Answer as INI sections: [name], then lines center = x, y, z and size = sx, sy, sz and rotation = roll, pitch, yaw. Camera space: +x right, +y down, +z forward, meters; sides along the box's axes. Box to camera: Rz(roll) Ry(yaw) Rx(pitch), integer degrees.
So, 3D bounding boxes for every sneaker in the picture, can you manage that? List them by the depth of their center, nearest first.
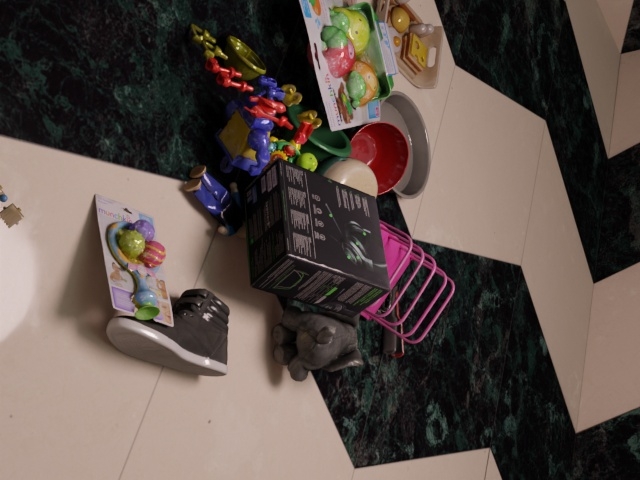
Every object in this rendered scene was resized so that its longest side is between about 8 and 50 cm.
[sneaker]
center = -0.270, 0.146, 1.551
size = 0.295, 0.104, 0.147
rotation = 33, 54, -51

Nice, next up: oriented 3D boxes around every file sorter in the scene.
[file sorter]
center = 0.160, 0.094, 1.982
size = 0.202, 0.182, 0.290
rotation = -56, 143, -3

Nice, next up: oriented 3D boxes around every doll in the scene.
[doll]
center = -0.196, -0.071, 1.727
size = 0.189, 0.046, 0.129
rotation = 51, 38, -37

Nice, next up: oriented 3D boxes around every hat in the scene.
[hat]
center = -0.058, -0.186, 1.918
size = 0.208, 0.183, 0.173
rotation = 4, 42, -52

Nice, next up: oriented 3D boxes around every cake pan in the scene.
[cake pan]
center = 0.205, -0.254, 2.303
size = 0.293, 0.054, 0.293
rotation = 13, 74, -52

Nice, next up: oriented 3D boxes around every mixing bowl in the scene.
[mixing bowl]
center = 0.118, -0.211, 2.112
size = 0.181, 0.098, 0.181
rotation = -9, 110, -25

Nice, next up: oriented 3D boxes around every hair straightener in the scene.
[hair straightener]
center = 0.180, 0.181, 2.199
size = 0.089, 0.047, 0.230
rotation = 23, 66, -51

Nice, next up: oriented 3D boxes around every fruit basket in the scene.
[fruit basket]
center = 0.063, -0.432, 2.006
size = 0.353, 0.165, 0.327
rotation = -29, 106, -69

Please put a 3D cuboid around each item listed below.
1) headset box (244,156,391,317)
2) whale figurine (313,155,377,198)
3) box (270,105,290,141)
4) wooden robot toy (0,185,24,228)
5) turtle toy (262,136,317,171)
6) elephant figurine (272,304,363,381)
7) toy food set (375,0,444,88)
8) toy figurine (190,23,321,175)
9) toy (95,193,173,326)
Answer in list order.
[headset box]
center = 0.000, 0.000, 1.753
size = 0.283, 0.131, 0.246
rotation = 19, 48, -33
[whale figurine]
center = 0.034, -0.067, 1.996
size = 0.216, 0.141, 0.272
rotation = -23, 126, -38
[box]
center = -0.083, -0.259, 1.938
size = 0.067, 0.018, 0.083
rotation = 33, 59, -47
[wooden robot toy]
center = -0.529, -0.077, 1.275
size = 0.079, 0.076, 0.173
rotation = -40, 123, -9
[turtle toy]
center = -0.070, -0.167, 1.785
size = 0.066, 0.130, 0.095
rotation = -36, 132, -81
[elephant figurine]
center = 0.027, 0.212, 1.864
size = 0.239, 0.186, 0.169
rotation = 3, 117, -42
[toy food set]
center = 0.256, -0.592, 2.398
size = 0.306, 0.092, 0.220
rotation = 33, 58, -46
[toy figurine]
center = -0.178, -0.245, 1.719
size = 0.191, 0.217, 0.362
rotation = 6, 35, -39
[toy]
center = -0.308, 0.024, 1.473
size = 0.137, 0.056, 0.237
rotation = 26, 41, -48
